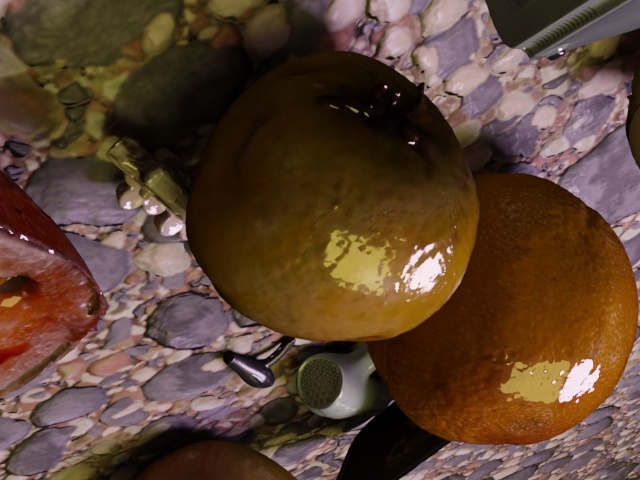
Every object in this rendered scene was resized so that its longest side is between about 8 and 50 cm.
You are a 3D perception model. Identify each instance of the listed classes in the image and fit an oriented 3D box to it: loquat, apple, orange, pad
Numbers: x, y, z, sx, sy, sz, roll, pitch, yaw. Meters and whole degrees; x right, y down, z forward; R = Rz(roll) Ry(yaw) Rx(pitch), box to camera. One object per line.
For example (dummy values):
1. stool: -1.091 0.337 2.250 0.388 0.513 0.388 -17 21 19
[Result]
1. loquat: 0.015 -0.030 0.680 0.213 0.213 0.213 -21 149 -13
2. apple: -0.122 0.351 1.117 0.261 0.261 0.194 -32 -177 6
3. orange: 0.169 0.060 0.913 0.264 0.264 0.264 -21 149 -13
4. pad: 0.112 0.195 1.140 0.375 0.063 0.315 -44 -174 26

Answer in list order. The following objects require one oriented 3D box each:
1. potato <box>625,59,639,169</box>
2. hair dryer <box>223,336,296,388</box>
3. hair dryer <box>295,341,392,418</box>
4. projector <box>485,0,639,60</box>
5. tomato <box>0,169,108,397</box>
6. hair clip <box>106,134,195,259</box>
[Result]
1. potato: 0.425 -0.154 0.843 0.242 0.242 0.285 1 119 -40
2. hair dryer: -0.057 0.119 1.037 0.083 0.031 0.079 -45 139 1
3. hair dryer: 0.096 0.123 1.143 0.237 0.075 0.206 -44 154 9
4. projector: 0.256 -0.212 0.628 0.250 0.108 0.198 -18 179 -17
5. tomato: -0.312 0.016 0.554 0.338 0.143 0.338 -18 151 -10
6. hair clip: -0.107 -0.027 0.752 0.062 0.056 0.214 -46 157 -2
